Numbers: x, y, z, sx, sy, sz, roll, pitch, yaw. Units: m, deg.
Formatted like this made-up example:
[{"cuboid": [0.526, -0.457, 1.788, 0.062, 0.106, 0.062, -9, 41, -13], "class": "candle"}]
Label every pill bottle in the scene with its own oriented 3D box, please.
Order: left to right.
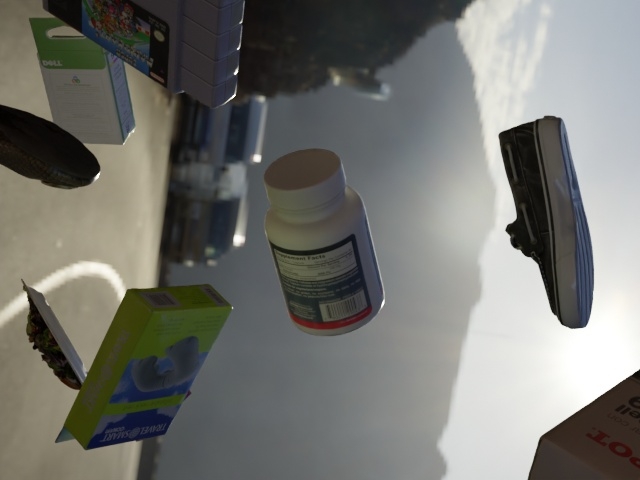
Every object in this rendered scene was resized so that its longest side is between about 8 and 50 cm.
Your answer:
[{"cuboid": [0.000, 0.000, 1.333, 0.108, 0.108, 0.180, -88, 167, -56], "class": "pill bottle"}]

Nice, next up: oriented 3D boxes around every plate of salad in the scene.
[{"cuboid": [-0.359, 0.142, 1.710, 0.200, 0.048, 0.200, 56, -13, 19], "class": "plate of salad"}]

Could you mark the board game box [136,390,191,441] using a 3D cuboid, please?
[{"cuboid": [-0.200, 0.163, 1.434, 0.020, 0.090, 0.090, -24, -166, 45], "class": "board game box"}]

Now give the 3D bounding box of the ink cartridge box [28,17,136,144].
[{"cuboid": [-0.348, -0.245, 1.880, 0.062, 0.109, 0.209, -67, 156, -52], "class": "ink cartridge box"}]

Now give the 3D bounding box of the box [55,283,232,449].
[{"cuboid": [-0.165, 0.124, 1.185, 0.109, 0.042, 0.178, -1, 125, -52], "class": "box"}]

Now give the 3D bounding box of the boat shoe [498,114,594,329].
[{"cuboid": [0.350, -0.024, 2.000, 0.121, 0.119, 0.335, 3, 78, -65], "class": "boat shoe"}]

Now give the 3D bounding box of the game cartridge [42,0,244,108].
[{"cuboid": [-0.239, -0.328, 1.540, 0.068, 0.355, 0.230, -34, 148, -41], "class": "game cartridge"}]

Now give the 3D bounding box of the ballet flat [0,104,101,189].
[{"cuboid": [-0.347, -0.109, 1.315, 0.084, 0.250, 0.058, -74, -171, -65], "class": "ballet flat"}]

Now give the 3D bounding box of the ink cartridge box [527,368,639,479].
[{"cuboid": [0.298, 0.176, 0.868, 0.289, 0.211, 0.121, -23, 133, -42], "class": "ink cartridge box"}]
